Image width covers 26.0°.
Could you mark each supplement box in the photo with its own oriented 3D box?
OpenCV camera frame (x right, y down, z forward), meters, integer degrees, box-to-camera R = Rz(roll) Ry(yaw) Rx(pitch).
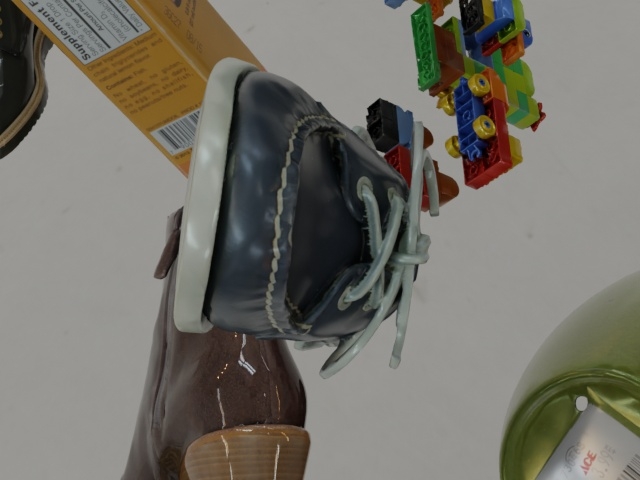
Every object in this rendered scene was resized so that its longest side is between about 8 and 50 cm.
[{"bbox_3d":[-0.124,-0.145,0.958,0.080,0.078,0.233,-22,132,23],"label":"supplement box"}]

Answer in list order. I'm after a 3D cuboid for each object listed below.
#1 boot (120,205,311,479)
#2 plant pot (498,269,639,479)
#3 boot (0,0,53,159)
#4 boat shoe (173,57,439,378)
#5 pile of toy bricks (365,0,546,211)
[{"bbox_3d":[-0.072,0.090,0.825,0.090,0.248,0.207,2,77,-25],"label":"boot"},{"bbox_3d":[0.246,0.149,1.007,0.275,0.293,0.275,-1,89,27],"label":"plant pot"},{"bbox_3d":[-0.251,-0.165,0.998,0.077,0.198,0.137,-8,139,13],"label":"boot"},{"bbox_3d":[0.000,0.000,0.494,0.079,0.254,0.095,14,82,5],"label":"boat shoe"},{"bbox_3d":[0.105,-0.107,0.901,0.105,0.212,0.118,21,142,-32],"label":"pile of toy bricks"}]
